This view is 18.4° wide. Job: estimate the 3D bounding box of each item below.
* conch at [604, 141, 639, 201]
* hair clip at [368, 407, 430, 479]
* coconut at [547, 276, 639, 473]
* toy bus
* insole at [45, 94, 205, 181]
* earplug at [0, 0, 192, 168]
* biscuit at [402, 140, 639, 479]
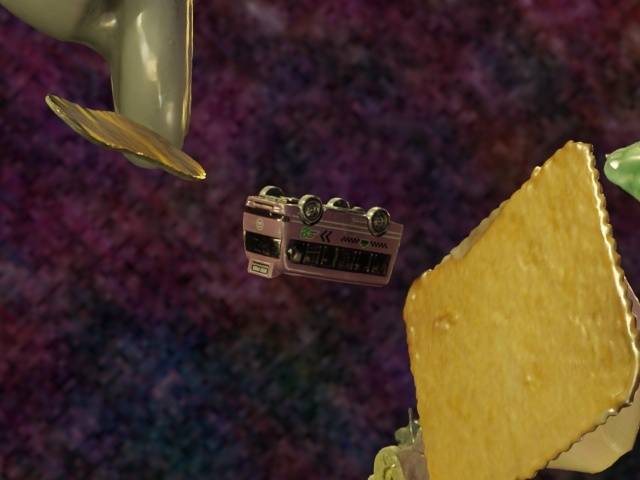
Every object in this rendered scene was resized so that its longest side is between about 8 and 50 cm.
[{"bbox_3d":[0.230,0.026,0.962,0.196,0.134,0.202,13,57,-76],"label":"conch"},{"bbox_3d":[0.110,0.296,2.388,0.056,0.146,0.187,15,66,-33],"label":"hair clip"},{"bbox_3d":[0.251,0.135,2.136,0.259,0.259,0.259,38,25,-21],"label":"coconut"},{"bbox_3d":[0.000,0.000,2.189,0.178,0.098,0.087,10,4,-40],"label":"toy bus"},{"bbox_3d":[-0.126,-0.067,1.310,0.065,0.006,0.193,42,9,19],"label":"insole"},{"bbox_3d":[-0.203,-0.219,1.833,0.325,0.175,0.214,61,5,-25],"label":"earplug"},{"bbox_3d":[0.141,0.071,1.446,0.013,0.232,0.237,21,43,-30],"label":"biscuit"}]
